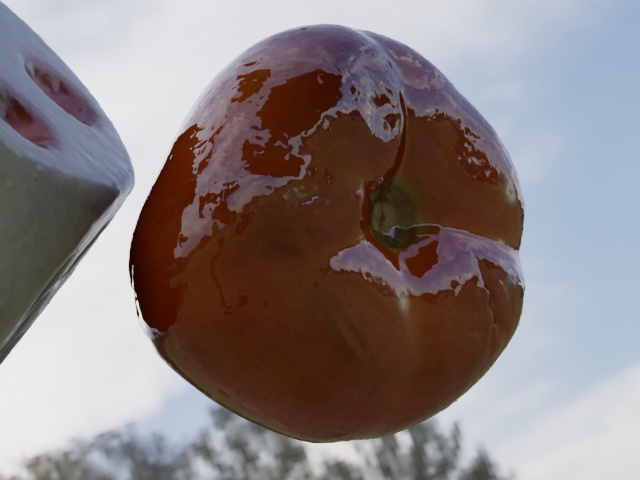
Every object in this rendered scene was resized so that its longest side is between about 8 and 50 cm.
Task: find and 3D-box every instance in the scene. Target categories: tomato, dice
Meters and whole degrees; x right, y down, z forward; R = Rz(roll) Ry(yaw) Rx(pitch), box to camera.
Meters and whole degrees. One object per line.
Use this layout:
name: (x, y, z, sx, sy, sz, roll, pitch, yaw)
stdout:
tomato: (0.003, 0.003, 1.101, 0.260, 0.260, 0.180, -8, -8, -38)
dice: (-0.272, -0.031, 1.107, 0.243, 0.259, 0.251, -49, 3, 12)
